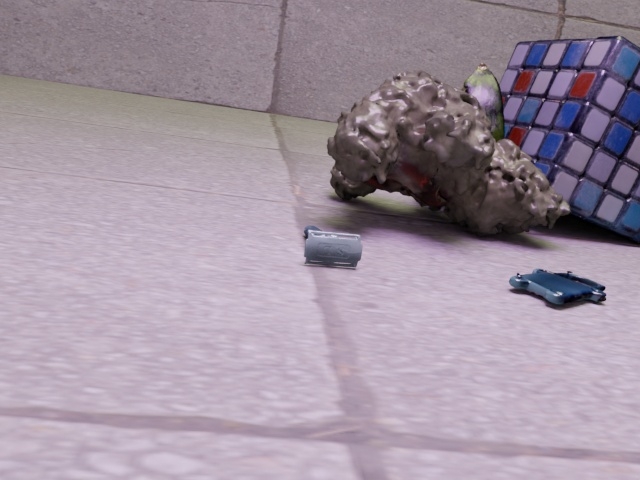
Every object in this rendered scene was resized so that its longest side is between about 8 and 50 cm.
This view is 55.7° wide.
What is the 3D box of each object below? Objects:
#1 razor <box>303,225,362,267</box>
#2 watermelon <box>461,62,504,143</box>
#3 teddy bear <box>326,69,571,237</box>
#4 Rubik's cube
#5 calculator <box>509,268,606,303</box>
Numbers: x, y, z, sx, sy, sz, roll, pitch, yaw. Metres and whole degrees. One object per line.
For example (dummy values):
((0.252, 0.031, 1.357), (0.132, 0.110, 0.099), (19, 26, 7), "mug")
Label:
((0.000, 0.000, 0.749), (0.068, 0.040, 0.135), (6, 9, -14), "razor")
((0.245, -0.161, 1.144), (0.129, 0.303, 0.159), (-4, 49, -9), "watermelon")
((0.202, -0.101, 0.955), (0.368, 0.224, 0.357), (33, -3, 1), "teddy bear")
((0.499, -0.193, 1.148), (0.292, 0.293, 0.287), (17, 11, -21), "Rubik's cube")
((0.291, 0.055, 0.732), (0.141, 0.019, 0.094), (-3, 19, -42), "calculator")
